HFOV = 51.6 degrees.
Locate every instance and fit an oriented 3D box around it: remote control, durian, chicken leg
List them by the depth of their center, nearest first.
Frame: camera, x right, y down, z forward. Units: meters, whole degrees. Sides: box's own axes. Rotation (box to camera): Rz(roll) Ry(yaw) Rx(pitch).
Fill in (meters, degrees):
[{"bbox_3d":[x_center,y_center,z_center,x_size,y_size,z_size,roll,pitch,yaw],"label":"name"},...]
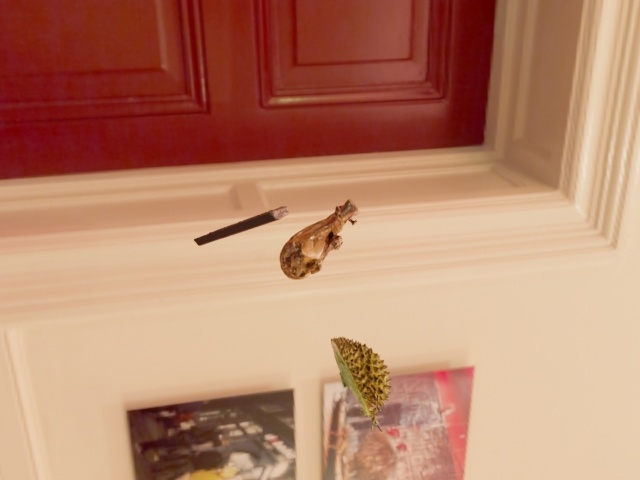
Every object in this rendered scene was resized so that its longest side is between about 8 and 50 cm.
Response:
[{"bbox_3d":[0.086,0.280,1.331,0.215,0.086,0.100,62,-34,18],"label":"durian"},{"bbox_3d":[-0.001,-0.002,1.368,0.085,0.207,0.101,47,3,-12],"label":"chicken leg"},{"bbox_3d":[-0.174,-0.031,1.435,0.245,0.063,0.025,-17,-81,36],"label":"remote control"}]
